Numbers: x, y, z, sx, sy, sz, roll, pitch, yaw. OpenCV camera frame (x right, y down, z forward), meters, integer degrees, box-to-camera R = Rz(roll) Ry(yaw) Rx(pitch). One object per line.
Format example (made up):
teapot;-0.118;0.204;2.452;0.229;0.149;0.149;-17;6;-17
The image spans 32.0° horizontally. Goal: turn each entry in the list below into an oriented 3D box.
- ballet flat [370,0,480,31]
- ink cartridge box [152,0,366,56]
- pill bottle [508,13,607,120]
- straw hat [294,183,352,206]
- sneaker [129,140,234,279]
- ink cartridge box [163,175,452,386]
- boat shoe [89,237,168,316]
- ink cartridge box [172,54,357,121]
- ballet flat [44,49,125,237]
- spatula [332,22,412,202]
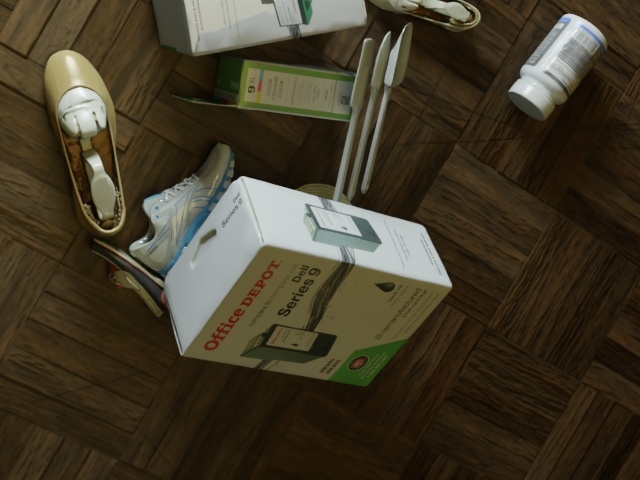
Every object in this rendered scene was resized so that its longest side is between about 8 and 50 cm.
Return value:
ballet flat;0.138;-0.318;1.470;0.168;0.052;0.057;12;98;-23
ink cartridge box;-0.076;-0.286;1.336;0.219;0.160;0.093;-14;107;-19
pill bottle;0.327;-0.238;1.550;0.078;0.078;0.137;41;86;-24
straw hat;0.000;0.000;1.488;0.144;0.061;0.145;-5;104;-21
sneaker;-0.177;-0.046;1.405;0.083;0.071;0.191;29;91;-19
ink cartridge box;-0.019;0.060;1.394;0.289;0.122;0.211;13;128;-33
boat shoe;-0.241;0.046;1.413;0.137;0.049;0.043;39;89;-29
ink cartridge box;-0.069;-0.193;1.388;0.209;0.109;0.062;4;101;-22
ballet flat;-0.274;-0.114;1.346;0.080;0.073;0.232;-18;108;-17
spatula;0.065;-0.151;1.425;0.019;0.168;0.242;18;114;15
